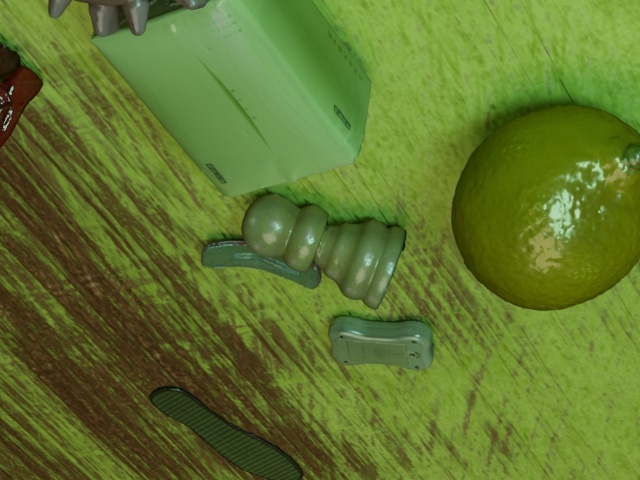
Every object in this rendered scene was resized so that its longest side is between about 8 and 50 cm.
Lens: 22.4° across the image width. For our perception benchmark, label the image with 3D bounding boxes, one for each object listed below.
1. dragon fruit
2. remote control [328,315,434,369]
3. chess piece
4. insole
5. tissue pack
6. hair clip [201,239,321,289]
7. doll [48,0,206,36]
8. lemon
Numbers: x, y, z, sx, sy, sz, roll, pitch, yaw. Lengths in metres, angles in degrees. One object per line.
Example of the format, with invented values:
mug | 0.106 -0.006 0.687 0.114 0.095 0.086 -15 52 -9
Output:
dragon fruit | -0.370 -0.190 1.614 0.092 0.122 0.192 -44 120 2
remote control | 0.071 0.119 1.881 0.122 0.032 0.074 4 141 10
chess piece | 0.000 0.000 1.722 0.170 0.094 0.094 23 141 -1
insole | -0.124 0.261 2.130 0.253 0.005 0.086 37 135 -28
tissue pack | -0.076 -0.164 1.499 0.159 0.125 0.234 -13 136 29
hair clip | -0.065 0.025 1.811 0.137 0.022 0.054 11 142 2
doll | -0.174 -0.278 1.364 0.262 0.093 0.211 -1 103 22
lemon | 0.224 -0.031 1.539 0.187 0.187 0.244 29 134 -19
